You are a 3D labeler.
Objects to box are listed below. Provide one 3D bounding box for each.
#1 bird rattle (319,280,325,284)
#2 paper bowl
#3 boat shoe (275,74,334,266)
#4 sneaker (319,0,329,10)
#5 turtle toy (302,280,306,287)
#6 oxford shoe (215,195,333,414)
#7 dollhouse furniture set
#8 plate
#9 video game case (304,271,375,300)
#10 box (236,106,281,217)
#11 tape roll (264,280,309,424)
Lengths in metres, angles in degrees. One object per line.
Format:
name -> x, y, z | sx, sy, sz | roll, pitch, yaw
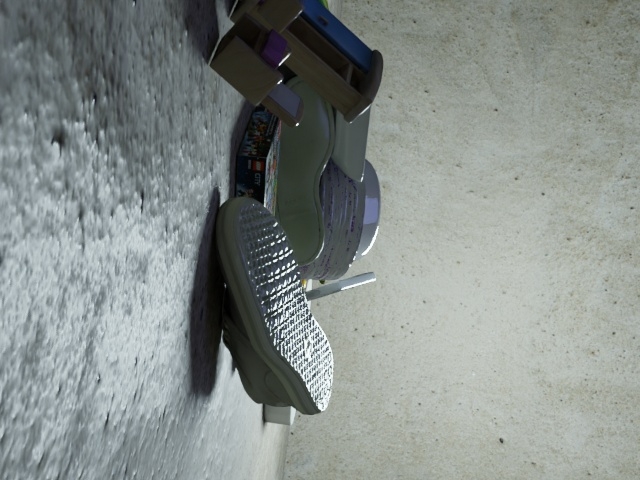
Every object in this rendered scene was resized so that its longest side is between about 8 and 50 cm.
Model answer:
bird rattle -> 0.000, 0.000, 2.112 | 0.207, 0.143, 0.253 | -55, 174, 9
paper bowl -> 0.017, -0.065, 1.846 | 0.284, 0.148, 0.285 | -178, -90, -71
boat shoe -> -0.050, -0.128, 1.640 | 0.113, 0.127, 0.340 | -132, -147, -55
sneaker -> -0.047, -0.350, 1.408 | 0.123, 0.109, 0.295 | -53, 168, -23
turtle toy -> -0.075, 0.127, 2.204 | 0.130, 0.066, 0.095 | 93, 11, -47
oxford shoe -> -0.089, 0.113, 1.387 | 0.449, 0.130, 0.169 | 71, 28, -49
dollhouse furniture set -> 0.065, -0.297, 1.108 | 0.303, 0.198, 0.286 | -40, -157, 31
plate -> -0.005, -0.271, 1.641 | 0.277, 0.045, 0.278 | 54, -24, 32
video game case -> 0.001, 0.110, 2.061 | 0.201, 0.183, 0.023 | -8, 81, -65
box -> -0.096, -0.064, 1.461 | 0.159, 0.044, 0.233 | -79, 175, -56
tape roll -> -0.081, 0.280, 2.471 | 0.392, 0.071, 0.392 | 6, 90, -88
